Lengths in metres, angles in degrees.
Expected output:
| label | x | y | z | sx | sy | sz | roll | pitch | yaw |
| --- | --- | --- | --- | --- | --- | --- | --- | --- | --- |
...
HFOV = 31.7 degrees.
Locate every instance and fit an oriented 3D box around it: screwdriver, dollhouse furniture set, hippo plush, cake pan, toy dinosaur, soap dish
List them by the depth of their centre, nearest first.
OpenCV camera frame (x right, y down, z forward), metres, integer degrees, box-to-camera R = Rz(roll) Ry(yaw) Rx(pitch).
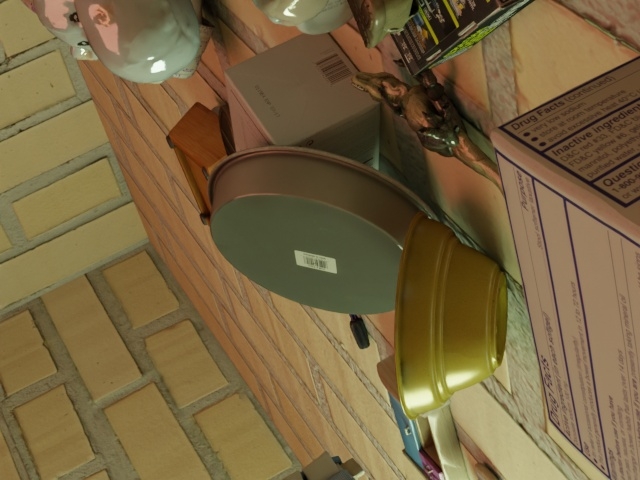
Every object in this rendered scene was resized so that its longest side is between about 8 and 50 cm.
| label | x | y | z | sx | sy | sz | roll | pitch | yaw |
| --- | --- | --- | --- | --- | --- | --- | --- | --- | --- |
| hippo plush | -0.151 | -0.275 | 0.996 | 0.294 | 0.237 | 0.234 | 42 | 160 | 31 |
| toy dinosaur | 0.112 | -0.110 | 1.060 | 0.268 | 0.064 | 0.118 | 52 | 177 | 35 |
| cake pan | 0.000 | 0.000 | 1.303 | 0.293 | 0.054 | 0.293 | 14 | 151 | 8 |
| dollhouse furniture set | 0.066 | 0.356 | 1.599 | 0.286 | 0.303 | 0.198 | 44 | 158 | 53 |
| screwdriver | 0.044 | 0.094 | 1.790 | 0.025 | 0.024 | 0.169 | -53 | -55 | -73 |
| soap dish | -0.148 | -0.095 | 1.910 | 0.291 | 0.118 | 0.228 | 39 | 154 | 61 |

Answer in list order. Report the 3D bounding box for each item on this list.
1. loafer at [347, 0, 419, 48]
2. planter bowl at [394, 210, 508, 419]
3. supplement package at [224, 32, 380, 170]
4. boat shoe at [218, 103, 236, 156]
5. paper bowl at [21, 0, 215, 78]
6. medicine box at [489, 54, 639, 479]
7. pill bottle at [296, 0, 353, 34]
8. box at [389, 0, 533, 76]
| label | x | y | z | sx | sy | sz | roll | pitch | yaw |
| --- | --- | --- | --- | --- | --- | --- | --- | --- | --- |
| loafer | 0.052 | -0.189 | 0.904 | 0.148 | 0.050 | 0.056 | -104 | -8 | -82 |
| planter bowl | 0.142 | 0.078 | 1.155 | 0.217 | 0.090 | 0.217 | 1 | -90 | -73 |
| supplement package | -0.018 | -0.113 | 1.368 | 0.139 | 0.134 | 0.244 | 55 | 164 | 26 |
| boat shoe | -0.067 | -0.091 | 1.667 | 0.307 | 0.105 | 0.110 | 74 | 171 | -45 |
| paper bowl | -0.293 | -0.368 | 1.689 | 0.284 | 0.148 | 0.284 | 25 | -167 | -6 |
| medicine box | 0.256 | 0.061 | 0.668 | 0.289 | 0.149 | 0.263 | 45 | 158 | 52 |
| pill bottle | -0.026 | -0.293 | 1.151 | 0.160 | 0.087 | 0.087 | 57 | 165 | 22 |
| box | 0.067 | -0.282 | 0.896 | 0.270 | 0.060 | 0.216 | 62 | 166 | -1 |
